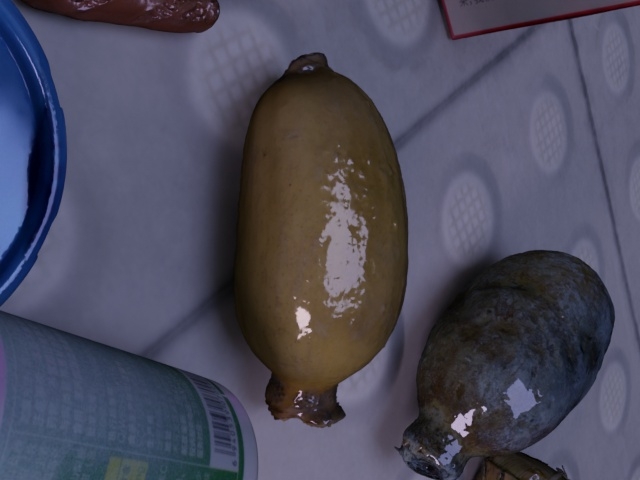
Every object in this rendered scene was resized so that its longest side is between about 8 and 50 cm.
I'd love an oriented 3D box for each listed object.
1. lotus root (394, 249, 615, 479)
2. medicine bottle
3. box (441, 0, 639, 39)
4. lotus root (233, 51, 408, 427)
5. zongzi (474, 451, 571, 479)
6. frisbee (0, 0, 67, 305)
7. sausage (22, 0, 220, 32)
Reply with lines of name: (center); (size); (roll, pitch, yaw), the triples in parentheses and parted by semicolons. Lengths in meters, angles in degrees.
lotus root: (0.210, 0.122, 0.769); (0.349, 0.175, 0.175); (-38, 117, -40)
medicine bottle: (-0.161, 0.108, 0.370); (0.274, 0.133, 0.134); (36, 65, -50)
box: (0.290, -0.414, 0.727); (0.300, 0.314, 0.312); (-39, 118, -35)
lotus root: (0.003, 0.000, 0.565); (0.146, 0.130, 0.304); (0, 91, -45)
zongzi: (0.294, 0.333, 0.838); (0.194, 0.197, 0.099); (29, 86, -46)
frisbee: (-0.245, -0.047, 0.361); (0.242, 0.045, 0.242); (-20, 116, -48)
sausage: (-0.136, -0.166, 0.484); (0.157, 0.042, 0.036); (-5, 133, -45)
